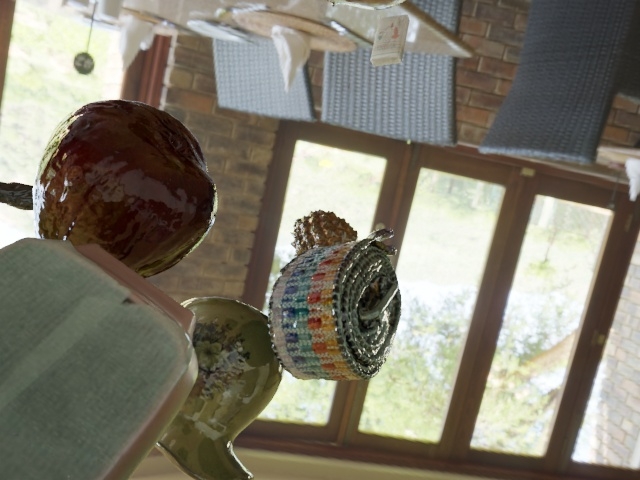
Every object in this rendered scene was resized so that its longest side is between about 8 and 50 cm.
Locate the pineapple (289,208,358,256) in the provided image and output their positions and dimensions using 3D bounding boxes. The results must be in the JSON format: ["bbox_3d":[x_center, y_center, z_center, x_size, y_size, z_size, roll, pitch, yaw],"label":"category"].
[{"bbox_3d":[0.000,0.000,1.502,0.193,0.166,0.166,39,-158,34],"label":"pineapple"}]

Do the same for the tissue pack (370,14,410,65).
[{"bbox_3d":[0.125,-0.359,1.091,0.056,0.108,0.023,1,150,24],"label":"tissue pack"}]

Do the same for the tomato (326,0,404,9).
[{"bbox_3d":[0.061,-0.456,0.818,0.265,0.264,0.265,12,-172,-2],"label":"tomato"}]

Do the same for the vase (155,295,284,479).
[{"bbox_3d":[-0.239,0.255,1.077,0.330,0.302,0.241,14,155,6],"label":"vase"}]

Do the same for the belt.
[{"bbox_3d":[0.048,0.108,1.003,0.161,0.206,0.295,-9,-168,28],"label":"belt"}]

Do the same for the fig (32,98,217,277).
[{"bbox_3d":[-0.223,-0.003,0.657,0.191,0.290,0.190,20,-159,-8],"label":"fig"}]

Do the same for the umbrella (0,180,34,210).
[{"bbox_3d":[-0.646,-0.094,1.291,0.236,0.066,0.059,11,150,-38],"label":"umbrella"}]

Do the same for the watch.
[{"bbox_3d":[-0.204,0.151,0.425,0.162,0.241,0.253,35,-124,8],"label":"watch"}]
